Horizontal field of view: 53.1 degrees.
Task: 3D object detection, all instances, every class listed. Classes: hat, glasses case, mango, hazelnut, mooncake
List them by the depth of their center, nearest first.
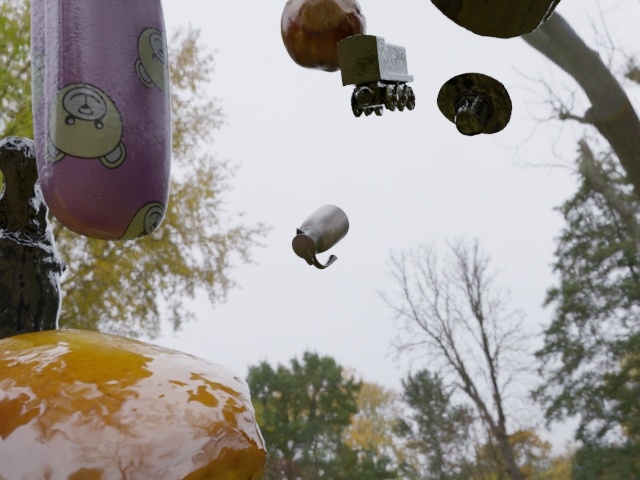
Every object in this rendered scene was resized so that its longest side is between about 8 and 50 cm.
[{"bbox_3d":[-0.149,0.139,0.413,0.350,0.201,0.199,13,-38,53],"label":"mango"},{"bbox_3d":[-0.197,-0.155,0.585,0.075,0.317,0.123,-14,-14,32],"label":"glasses case"},{"bbox_3d":[0.218,-0.185,0.929,0.121,0.050,0.121,15,-31,9],"label":"hat"},{"bbox_3d":[0.325,-0.521,1.142,0.290,0.290,0.161,-3,-20,-14],"label":"mooncake"},{"bbox_3d":[0.015,-0.423,1.290,0.182,0.182,0.182,-8,-28,-4],"label":"hazelnut"}]

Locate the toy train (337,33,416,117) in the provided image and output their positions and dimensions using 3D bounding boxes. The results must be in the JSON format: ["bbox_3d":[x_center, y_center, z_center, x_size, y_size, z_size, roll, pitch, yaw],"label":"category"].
[{"bbox_3d":[0.110,-0.299,1.176,0.090,0.137,0.225,-4,10,24],"label":"toy train"}]

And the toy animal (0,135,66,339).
[{"bbox_3d":[-0.439,0.023,0.953,0.106,0.343,0.168,0,3,-12],"label":"toy animal"}]

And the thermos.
[{"bbox_3d":[0.000,0.000,1.621,0.105,0.137,0.193,-16,13,27],"label":"thermos"}]
